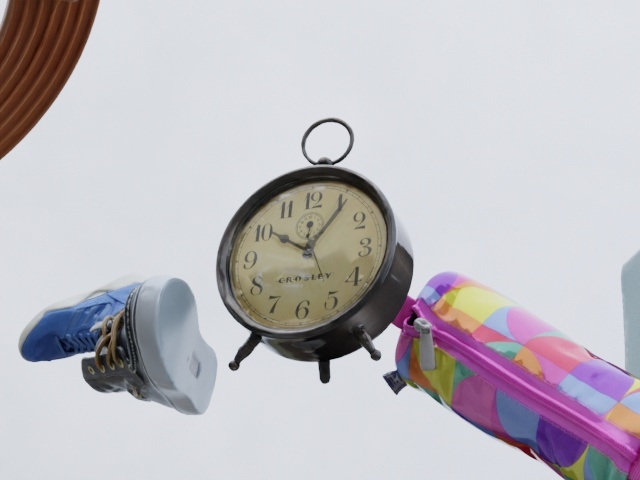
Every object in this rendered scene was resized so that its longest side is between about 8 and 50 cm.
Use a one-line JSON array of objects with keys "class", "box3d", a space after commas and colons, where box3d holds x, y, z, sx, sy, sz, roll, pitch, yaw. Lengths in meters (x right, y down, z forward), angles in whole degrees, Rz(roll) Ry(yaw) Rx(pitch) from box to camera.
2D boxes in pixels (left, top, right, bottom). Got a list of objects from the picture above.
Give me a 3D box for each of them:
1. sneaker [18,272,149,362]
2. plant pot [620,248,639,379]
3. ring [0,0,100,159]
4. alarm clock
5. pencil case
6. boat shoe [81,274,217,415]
[{"class": "sneaker", "box3d": [-0.230, 0.098, 1.391, 0.084, 0.152, 0.058, -119, -174, -46]}, {"class": "plant pot", "box3d": [0.451, 0.082, 1.335, 0.247, 0.248, 0.252, 7, -30, -4]}, {"class": "ring", "box3d": [-0.266, -0.123, 0.739, 0.032, 0.336, 0.336, 50, -8, 38]}, {"class": "alarm clock", "box3d": [0.000, 0.000, 0.944, 0.129, 0.192, 0.064, -5, -26, 22]}, {"class": "pencil case", "box3d": [0.149, 0.104, 0.937, 0.236, 0.104, 0.104, 29, -18, 41]}, {"class": "boat shoe", "box3d": [-0.126, 0.072, 0.925, 0.083, 0.065, 0.183, 9, -24, 8]}]
